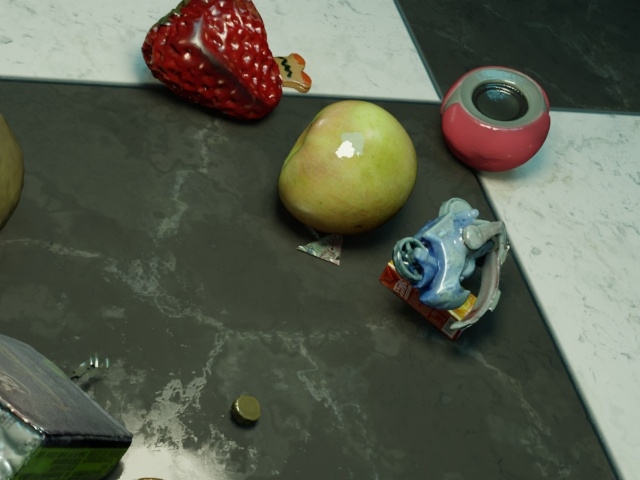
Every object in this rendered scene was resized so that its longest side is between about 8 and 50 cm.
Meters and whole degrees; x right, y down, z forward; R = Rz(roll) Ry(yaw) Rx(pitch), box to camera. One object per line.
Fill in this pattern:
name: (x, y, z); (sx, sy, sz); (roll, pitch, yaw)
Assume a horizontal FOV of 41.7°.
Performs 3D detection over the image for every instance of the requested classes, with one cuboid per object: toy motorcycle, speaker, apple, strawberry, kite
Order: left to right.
strawberry: (-0.252, -0.447, 2.106); (0.345, 0.295, 0.317); (50, 24, -21)
kite: (0.000, 0.000, 1.967); (0.139, 0.011, 0.156); (-21, 63, -38)
apple: (0.068, -0.159, 1.930); (0.277, 0.319, 0.319); (33, 46, -11)
toy motorcycle: (0.303, 0.046, 1.830); (0.241, 0.182, 0.319); (39, 46, 14)
speaker: (0.464, -0.318, 2.243); (0.294, 0.294, 0.294); (11, 48, -13)

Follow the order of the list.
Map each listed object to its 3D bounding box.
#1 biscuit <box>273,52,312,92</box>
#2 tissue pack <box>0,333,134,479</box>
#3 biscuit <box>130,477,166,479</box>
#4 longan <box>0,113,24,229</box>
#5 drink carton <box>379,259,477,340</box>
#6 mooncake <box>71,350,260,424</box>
biscuit: (-0.146, -0.462, 2.283); (0.250, 0.036, 0.165); (-2, 52, -23)
tissue pack: (-0.478, 0.258, 1.307); (0.288, 0.394, 0.124); (37, 82, 13)
biscuit: (-0.293, 0.501, 1.406); (0.212, 0.036, 0.212); (10, 50, -13)
longan: (-0.786, -0.124, 1.529); (0.436, 0.404, 0.404); (38, 42, -24)
drink carton: (0.253, 0.117, 1.924); (0.223, 0.071, 0.096); (39, 49, 14)
mooncake: (-0.284, 0.278, 1.586); (0.347, 0.057, 0.150); (27, 34, 6)
